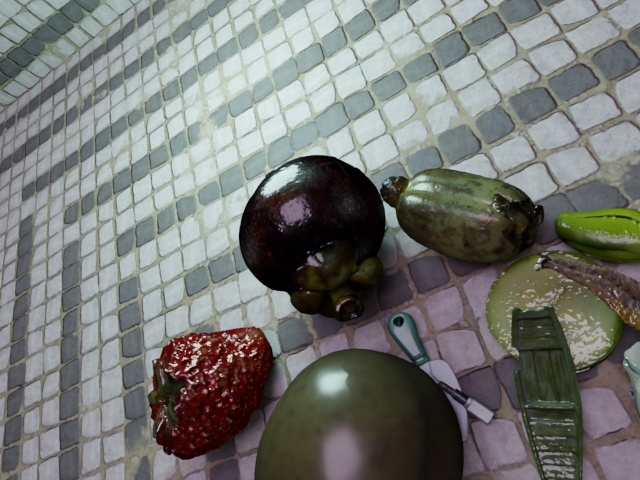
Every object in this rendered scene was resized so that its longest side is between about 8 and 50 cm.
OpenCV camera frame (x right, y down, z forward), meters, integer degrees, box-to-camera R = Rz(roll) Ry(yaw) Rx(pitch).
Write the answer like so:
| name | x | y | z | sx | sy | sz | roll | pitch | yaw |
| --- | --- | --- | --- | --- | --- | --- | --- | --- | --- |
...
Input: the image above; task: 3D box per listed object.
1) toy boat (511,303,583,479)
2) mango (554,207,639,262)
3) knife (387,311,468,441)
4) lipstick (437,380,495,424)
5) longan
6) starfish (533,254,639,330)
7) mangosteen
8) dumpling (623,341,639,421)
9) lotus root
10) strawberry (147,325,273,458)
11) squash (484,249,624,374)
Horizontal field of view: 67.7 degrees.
| name | x | y | z | sx | sy | sz | roll | pitch | yaw |
| --- | --- | --- | --- | --- | --- | --- | --- | --- | --- |
| toy boat | 0.361 | 0.246 | 0.756 | 0.093 | 0.055 | 0.292 | -10 | 85 | 33 |
| mango | 0.489 | -0.012 | 0.816 | 0.165 | 0.074 | 0.091 | 18 | 80 | 41 |
| knife | 0.212 | 0.245 | 0.899 | 0.063 | 0.034 | 0.260 | -33 | 63 | 2 |
| lipstick | 0.256 | 0.284 | 0.847 | 0.107 | 0.025 | 0.025 | 31 | 87 | 29 |
| longan | 0.062 | 0.359 | 0.767 | 0.361 | 0.361 | 0.360 | -12 | 65 | 26 |
| starfish | 0.528 | 0.094 | 0.635 | 0.398 | 0.132 | 0.383 | -39 | 60 | 2 |
| mangosteen | -0.008 | -0.011 | 0.970 | 0.330 | 0.330 | 0.329 | -12 | 65 | 26 |
| dumpling | 0.523 | 0.230 | 0.681 | 0.127 | 0.108 | 0.187 | -8 | 51 | 3 |
| lotus root | 0.259 | -0.060 | 0.920 | 0.309 | 0.173 | 0.173 | 21 | 82 | 34 |
| strawberry | -0.240 | 0.318 | 1.033 | 0.261 | 0.258 | 0.260 | -2 | 87 | 53 |
| squash | 0.401 | 0.119 | 0.829 | 0.219 | 0.041 | 0.219 | -12 | 65 | 25 |
